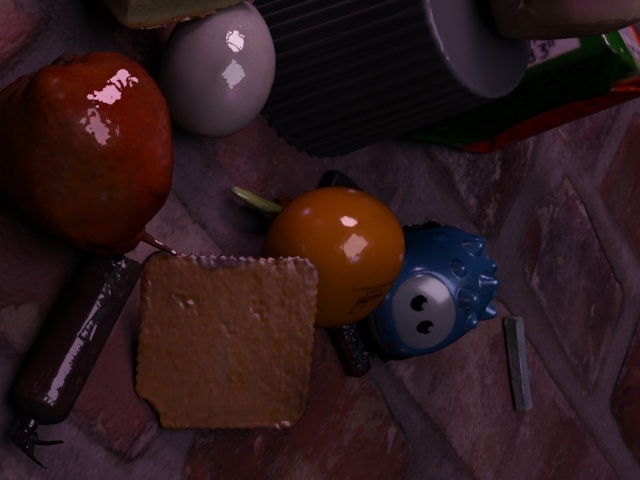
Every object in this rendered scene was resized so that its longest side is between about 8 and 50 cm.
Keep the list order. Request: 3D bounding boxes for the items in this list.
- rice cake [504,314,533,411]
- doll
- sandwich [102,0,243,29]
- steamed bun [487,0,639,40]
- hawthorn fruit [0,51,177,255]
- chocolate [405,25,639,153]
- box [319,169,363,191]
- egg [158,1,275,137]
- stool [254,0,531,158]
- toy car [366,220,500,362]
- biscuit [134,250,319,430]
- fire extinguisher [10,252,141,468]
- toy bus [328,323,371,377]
[{"bbox_3d":[0.375,0.231,1.789,0.042,0.030,0.180,-4,88,-49],"label":"rice cake"},{"bbox_3d":[0.000,0.000,1.355,0.213,0.213,0.236,-12,52,-45],"label":"doll"},{"bbox_3d":[-0.189,-0.374,1.203,0.220,0.108,0.186,-20,55,-31],"label":"sandwich"},{"bbox_3d":[0.315,-0.341,1.211,0.153,0.239,0.170,-21,105,-44],"label":"steamed bun"},{"bbox_3d":[-0.255,-0.080,1.084,0.210,0.210,0.262,-41,113,-41],"label":"hawthorn fruit"},{"bbox_3d":[0.352,-0.280,1.605,0.341,0.360,0.161,0,73,-58],"label":"chocolate"},{"bbox_3d":[0.034,-0.030,1.496,0.126,0.027,0.125,42,59,-34],"label":"box"},{"bbox_3d":[-0.135,-0.235,1.268,0.151,0.151,0.209,32,60,-37],"label":"egg"},{"bbox_3d":[0.102,-0.293,1.388,0.297,0.330,0.297,9,77,-43],"label":"stool"},{"bbox_3d":[0.183,0.077,1.499,0.255,0.190,0.188,-28,110,-46],"label":"toy car"},{"bbox_3d":[-0.120,0.132,1.223,0.232,0.013,0.236,3,99,-15],"label":"biscuit"},{"bbox_3d":[-0.287,0.131,1.101,0.072,0.089,0.267,66,40,-52],"label":"fire extinguisher"},{"bbox_3d":[0.042,0.158,1.459,0.031,0.043,0.110,-35,110,-39],"label":"toy bus"}]
